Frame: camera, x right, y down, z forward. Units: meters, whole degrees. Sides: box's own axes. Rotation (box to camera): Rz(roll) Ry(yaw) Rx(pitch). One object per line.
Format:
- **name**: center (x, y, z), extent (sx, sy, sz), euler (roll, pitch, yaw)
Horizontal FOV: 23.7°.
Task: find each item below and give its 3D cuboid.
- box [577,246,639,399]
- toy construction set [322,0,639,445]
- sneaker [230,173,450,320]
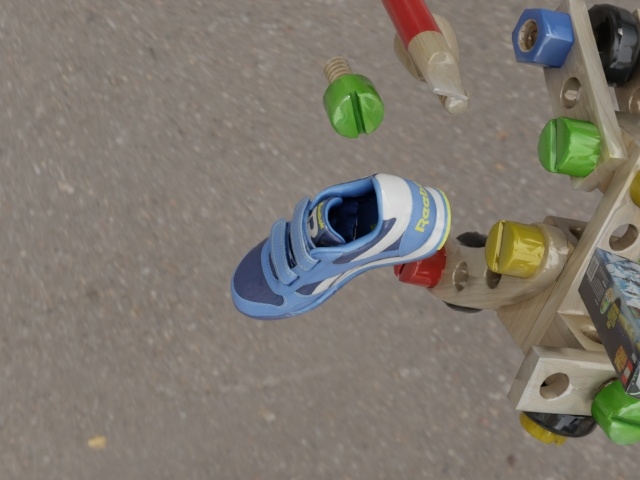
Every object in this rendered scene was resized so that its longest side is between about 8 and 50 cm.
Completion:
- **box**: center (0.174, 0.049, 0.693), extent (0.094, 0.137, 0.027), euler (19, 106, -4)
- **toy construction set**: center (0.146, -0.015, 0.949), extent (0.257, 0.237, 0.309), euler (-40, 128, 17)
- **sneaker**: center (0.000, 0.000, 0.856), extent (0.144, 0.053, 0.059), euler (-27, 152, 27)
